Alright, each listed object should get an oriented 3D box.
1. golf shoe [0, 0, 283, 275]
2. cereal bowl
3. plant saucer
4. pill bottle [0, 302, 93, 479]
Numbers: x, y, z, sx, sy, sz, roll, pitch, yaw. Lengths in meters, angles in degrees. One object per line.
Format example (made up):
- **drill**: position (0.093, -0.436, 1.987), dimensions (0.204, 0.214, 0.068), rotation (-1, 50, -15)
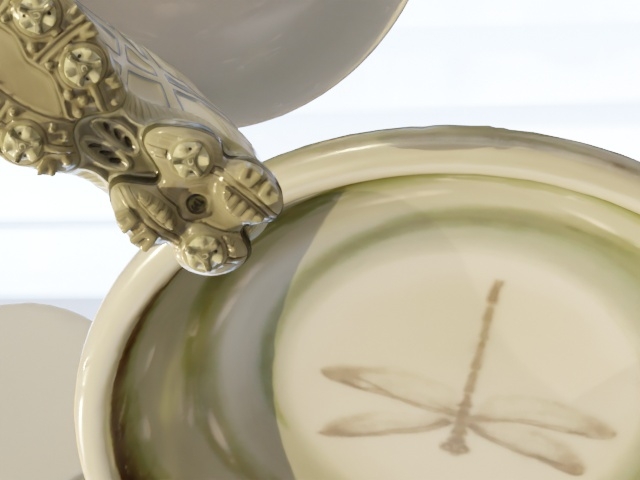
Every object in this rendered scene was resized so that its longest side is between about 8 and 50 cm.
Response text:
- **golf shoe**: position (-0.093, -0.058, 0.677), dimensions (0.176, 0.069, 0.086), rotation (42, -165, -19)
- **cereal bowl**: position (-0.086, -0.260, 1.280), dimensions (0.141, 0.339, 0.339), rotation (45, 148, 48)
- **plant saucer**: position (0.076, 0.090, 0.895), dimensions (0.100, 0.401, 0.400), rotation (-78, -13, -52)
- **pill bottle**: position (-0.242, 0.243, 1.483), dimensions (0.392, 0.224, 0.224), rotation (92, -179, -51)
